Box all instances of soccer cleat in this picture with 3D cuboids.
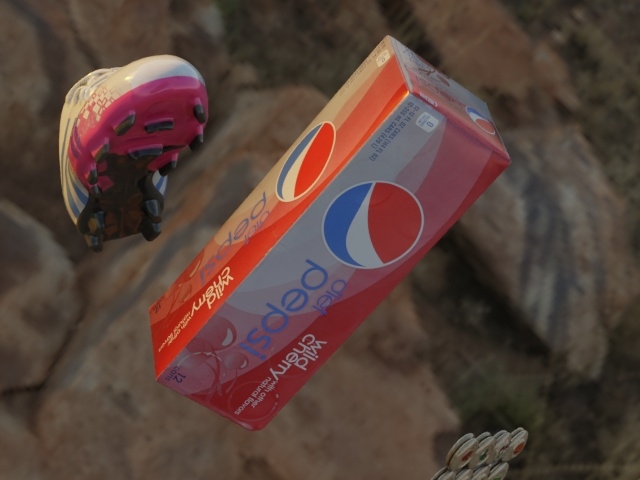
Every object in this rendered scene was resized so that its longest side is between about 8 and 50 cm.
[{"bbox_3d":[-0.182,-0.105,1.648,0.116,0.331,0.143,-13,72,-19],"label":"soccer cleat"}]

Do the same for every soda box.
[{"bbox_3d":[0.000,0.000,1.223,0.092,0.263,0.083,31,22,-25],"label":"soda box"}]

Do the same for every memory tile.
[{"bbox_3d":[0.136,0.222,1.724,0.012,0.113,0.148,40,17,25],"label":"memory tile"}]
